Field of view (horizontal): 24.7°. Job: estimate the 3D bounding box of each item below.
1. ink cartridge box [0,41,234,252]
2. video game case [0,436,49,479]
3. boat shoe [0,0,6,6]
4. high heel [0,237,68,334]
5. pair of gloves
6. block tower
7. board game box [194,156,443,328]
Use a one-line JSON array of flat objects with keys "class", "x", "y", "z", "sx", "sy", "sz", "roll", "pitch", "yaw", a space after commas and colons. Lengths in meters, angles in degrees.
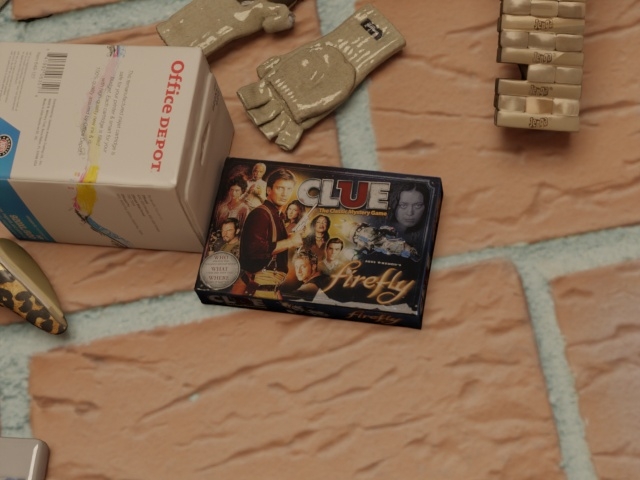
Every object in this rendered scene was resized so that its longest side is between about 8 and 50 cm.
[{"class": "ink cartridge box", "x": -0.232, "y": -0.100, "z": 1.595, "sx": 0.232, "sy": 0.168, "sz": 0.171, "roll": 4, "pitch": 66, "yaw": 12}, {"class": "video game case", "x": -0.448, "y": 0.354, "z": 1.490, "sx": 0.300, "sy": 0.036, "sz": 0.329, "roll": 1, "pitch": 65, "yaw": 11}, {"class": "boat shoe", "x": -0.403, "y": -0.392, "z": 1.796, "sx": 0.127, "sy": 0.113, "sz": 0.340, "roll": 36, "pitch": 75, "yaw": 23}, {"class": "high heel", "x": -0.410, "y": 0.066, "z": 1.611, "sx": 0.261, "sy": 0.093, "sz": 0.186, "roll": 41, "pitch": 95, "yaw": 15}, {"class": "pair of gloves", "x": -0.048, "y": -0.234, "z": 1.700, "sx": 0.204, "sy": 0.042, "sz": 0.240, "roll": -43, "pitch": 67, "yaw": -15}, {"class": "block tower", "x": 0.238, "y": -0.288, "z": 1.562, "sx": 0.097, "sy": 0.091, "sz": 0.335, "roll": 4, "pitch": 97, "yaw": 3}, {"class": "board game box", "x": 0.000, "y": 0.000, "z": 1.578, "sx": 0.243, "sy": 0.042, "sz": 0.165, "roll": 6, "pitch": 66, "yaw": 12}]
